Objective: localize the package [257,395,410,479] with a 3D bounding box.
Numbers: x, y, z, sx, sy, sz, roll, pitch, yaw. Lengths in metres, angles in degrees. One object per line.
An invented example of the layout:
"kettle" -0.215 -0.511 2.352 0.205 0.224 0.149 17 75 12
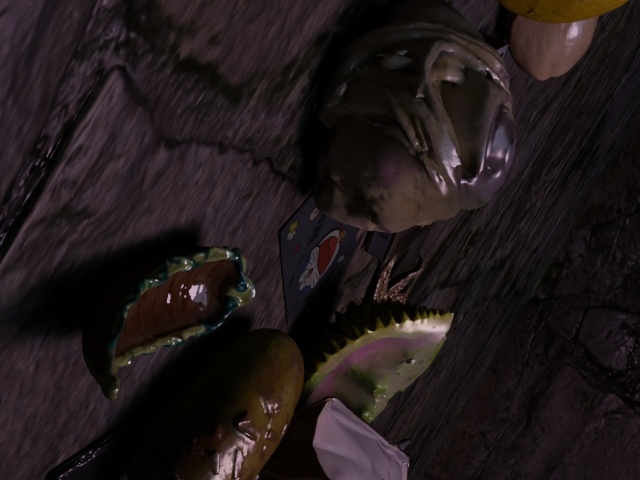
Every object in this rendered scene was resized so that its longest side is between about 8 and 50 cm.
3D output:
"package" 0.016 0.389 1.556 0.221 0.165 0.311 -31 141 9

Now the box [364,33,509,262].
"box" 0.169 -0.135 1.556 0.180 0.047 0.325 -33 149 -52

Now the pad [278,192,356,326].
"pad" 0.000 0.000 1.408 0.170 0.006 0.246 -48 159 -25

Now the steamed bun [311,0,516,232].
"steamed bun" 0.135 -0.132 1.237 0.280 0.207 0.268 -38 151 -48

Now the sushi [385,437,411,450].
"sushi" 0.038 0.433 1.940 0.274 0.139 0.184 -43 158 -44

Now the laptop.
"laptop" -0.267 0.294 1.179 0.129 0.016 0.180 -31 147 -52

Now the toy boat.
"toy boat" -0.158 0.069 0.996 0.109 0.099 0.293 -68 166 21

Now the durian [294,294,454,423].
"durian" 0.046 0.207 1.562 0.352 0.169 0.158 -58 176 37

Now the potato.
"potato" -0.111 0.219 1.255 0.298 0.141 0.176 -44 170 -38

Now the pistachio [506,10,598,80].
"pistachio" 0.341 -0.337 1.555 0.144 0.143 0.215 -43 145 -38

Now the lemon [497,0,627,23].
"lemon" 0.276 -0.375 1.175 0.267 0.267 0.267 -48 158 -27

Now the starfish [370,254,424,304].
"starfish" 0.102 0.120 1.760 0.238 0.057 0.213 -54 153 -25
